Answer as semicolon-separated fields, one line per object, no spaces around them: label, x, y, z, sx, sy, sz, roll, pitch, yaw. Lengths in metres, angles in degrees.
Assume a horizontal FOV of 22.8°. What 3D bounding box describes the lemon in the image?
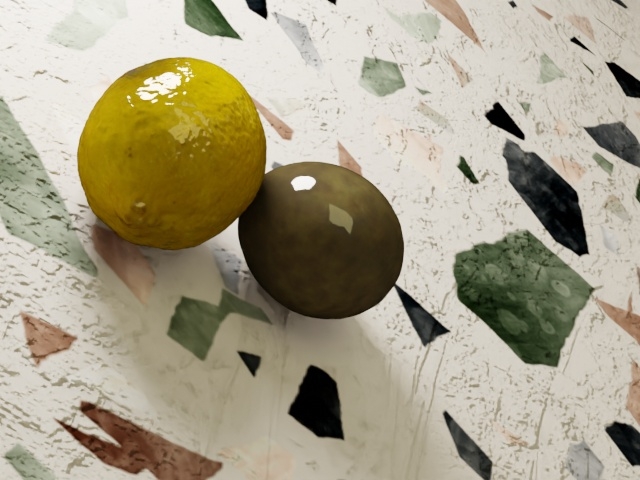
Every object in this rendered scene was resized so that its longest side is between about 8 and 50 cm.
lemon;-0.148;-0.088;1.595;0.188;0.188;0.257;38;30;-7

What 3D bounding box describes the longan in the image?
longan;0.000;0.000;1.680;0.185;0.159;0.204;36;-4;7
